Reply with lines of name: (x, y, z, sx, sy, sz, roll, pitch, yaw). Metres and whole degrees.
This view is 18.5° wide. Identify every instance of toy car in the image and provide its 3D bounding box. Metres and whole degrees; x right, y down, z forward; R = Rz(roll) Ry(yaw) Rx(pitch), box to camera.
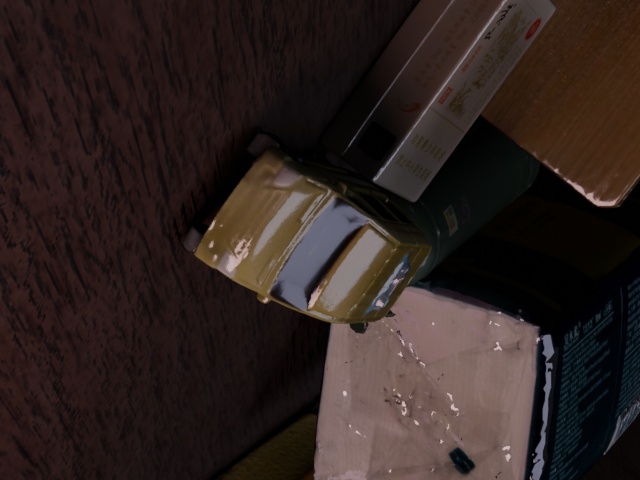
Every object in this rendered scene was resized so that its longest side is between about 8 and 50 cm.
toy car: (0.000, 0.000, 1.424, 0.101, 0.124, 0.256, -56, 168, 7)

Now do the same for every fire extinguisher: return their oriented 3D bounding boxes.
fire extinguisher: (0.094, -0.023, 1.742, 0.095, 0.114, 0.311, -7, -164, 34)

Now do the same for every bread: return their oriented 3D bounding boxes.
bread: (-0.068, 0.280, 2.042, 0.361, 0.077, 0.138, -31, 154, -59)

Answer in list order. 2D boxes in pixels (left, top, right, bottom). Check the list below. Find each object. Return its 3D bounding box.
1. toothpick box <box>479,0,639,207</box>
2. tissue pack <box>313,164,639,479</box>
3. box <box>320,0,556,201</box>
toothpick box: (0.270, -0.175, 1.793, 0.190, 0.187, 0.308, -55, 172, 19)
tissue pack: (0.189, 0.096, 1.962, 0.416, 0.253, 0.264, -36, 135, -55)
box: (0.095, -0.131, 1.544, 0.201, 0.058, 0.141, -54, 163, 6)
